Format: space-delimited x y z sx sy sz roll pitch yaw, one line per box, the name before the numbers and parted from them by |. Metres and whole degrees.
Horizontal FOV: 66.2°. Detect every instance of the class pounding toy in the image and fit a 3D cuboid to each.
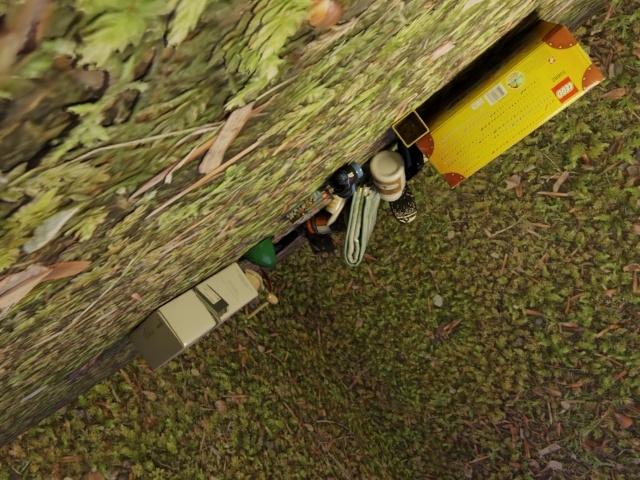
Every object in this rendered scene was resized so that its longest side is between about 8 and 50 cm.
pounding toy | -0.322 0.219 2.011 0.269 0.154 0.155 -3 -129 26

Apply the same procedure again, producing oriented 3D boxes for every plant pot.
plant pot | 0.271 -0.340 1.493 0.081 0.081 0.083 -37 -175 12

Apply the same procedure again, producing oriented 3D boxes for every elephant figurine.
elephant figurine | 0.000 0.000 2.514 0.169 0.239 0.186 -38 178 27

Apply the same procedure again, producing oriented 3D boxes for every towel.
towel | 0.199 -0.113 2.179 0.320 0.090 0.375 -54 156 -58

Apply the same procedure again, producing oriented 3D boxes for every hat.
hat | -0.205 0.101 2.009 0.173 0.184 0.208 -37 178 0

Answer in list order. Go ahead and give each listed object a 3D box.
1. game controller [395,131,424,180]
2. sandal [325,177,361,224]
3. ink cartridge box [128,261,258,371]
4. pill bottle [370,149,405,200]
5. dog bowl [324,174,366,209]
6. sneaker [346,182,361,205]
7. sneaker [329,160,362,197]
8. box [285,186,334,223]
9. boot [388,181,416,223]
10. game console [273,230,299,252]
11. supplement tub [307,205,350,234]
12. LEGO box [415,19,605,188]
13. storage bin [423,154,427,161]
game controller | 0.337 -0.324 1.871 0.067 0.167 0.319 -3 179 2
sandal | 0.082 -0.186 2.095 0.265 0.076 0.102 -58 177 -3
ink cartridge box | -0.469 0.281 1.836 0.285 0.166 0.395 -39 177 40
pill bottle | 0.270 -0.247 1.940 0.131 0.131 0.229 -37 157 -3
dog bowl | 0.179 -0.222 2.483 0.348 0.102 0.349 -37 179 -1
sneaker | 0.098 -0.181 2.255 0.227 0.087 0.130 -40 176 17
sneaker | 0.068 -0.187 1.632 0.090 0.081 0.232 -33 171 -16
box | -0.032 -0.124 1.767 0.159 0.044 0.233 -37 179 7
boot | 0.400 -0.241 2.624 0.131 0.348 0.260 -17 173 -3
game console | -0.220 0.034 2.389 0.213 0.044 0.361 -39 179 9
supplement tub | 0.043 -0.088 2.221 0.190 0.117 0.117 -7 -168 25
LEGO box | 0.560 -0.436 1.549 0.500 0.193 0.372 -38 -169 28
storage bin | 0.542 -0.484 2.343 0.260 0.123 0.262 -37 179 9
